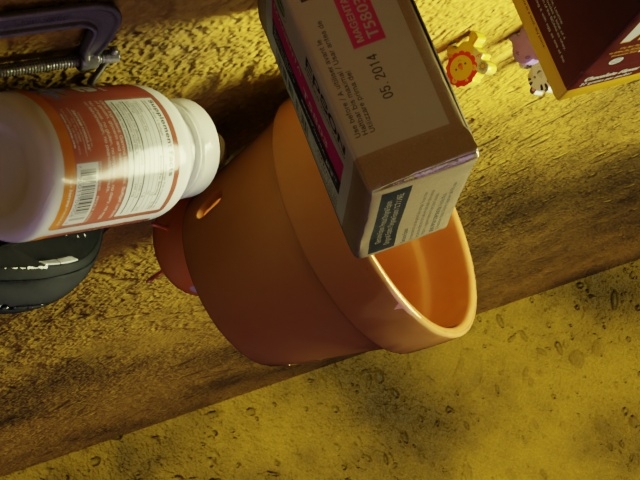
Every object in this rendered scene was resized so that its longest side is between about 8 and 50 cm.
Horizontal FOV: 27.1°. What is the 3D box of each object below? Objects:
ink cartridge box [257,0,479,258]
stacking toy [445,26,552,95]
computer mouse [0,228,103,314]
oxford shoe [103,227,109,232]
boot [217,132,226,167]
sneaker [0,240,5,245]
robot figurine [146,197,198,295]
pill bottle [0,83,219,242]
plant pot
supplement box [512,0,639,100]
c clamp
[{"bbox_3d":[0.027,-0.125,1.008,0.088,0.234,0.193,-20,166,-5],"label":"ink cartridge box"},{"bbox_3d":[0.257,-0.219,1.370,0.221,0.052,0.167,-31,163,35],"label":"stacking toy"},{"bbox_3d":[-0.295,0.055,1.133,0.184,0.060,0.262,-30,180,28],"label":"computer mouse"},{"bbox_3d":[-0.280,0.017,1.313,0.097,0.098,0.271,20,150,-32],"label":"oxford shoe"},{"bbox_3d":[-0.171,-0.076,1.298,0.158,0.059,0.084,-20,162,1],"label":"boot"},{"bbox_3d":[-0.362,-0.001,1.096,0.125,0.104,0.262,-40,167,35],"label":"sneaker"},{"bbox_3d":[-0.096,-0.006,1.520,0.219,0.128,0.158,-13,178,-28],"label":"robot figurine"},{"bbox_3d":[-0.188,-0.070,1.117,0.121,0.121,0.216,-30,170,35],"label":"pill bottle"},{"bbox_3d":[0.000,0.000,1.340,0.203,0.291,0.291,-26,165,24],"label":"plant pot"},{"bbox_3d":[0.224,-0.237,0.952,0.129,0.191,0.194,-16,165,-19],"label":"supplement box"},{"bbox_3d":[-0.220,-0.143,1.031,0.161,0.022,0.137,-11,164,-36],"label":"c clamp"}]
